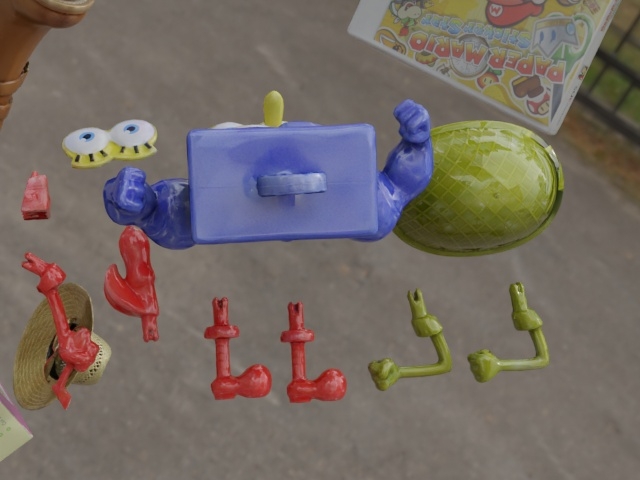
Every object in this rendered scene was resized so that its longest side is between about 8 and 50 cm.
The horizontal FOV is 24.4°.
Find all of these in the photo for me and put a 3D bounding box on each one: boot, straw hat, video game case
[{"bbox_3d":[-0.246,-0.146,1.167,0.073,0.152,0.197,13,11,-31],"label":"boot"},{"bbox_3d":[-0.246,0.116,1.491,0.061,0.144,0.144,25,23,-35],"label":"straw hat"},{"bbox_3d":[0.157,-0.234,1.328,0.227,0.206,0.026,30,13,25],"label":"video game case"}]

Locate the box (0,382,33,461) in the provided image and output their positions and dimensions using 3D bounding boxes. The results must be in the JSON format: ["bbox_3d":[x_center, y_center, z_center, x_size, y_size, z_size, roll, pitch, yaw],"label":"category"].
[{"bbox_3d":[-0.445,0.173,1.433,0.117,0.243,0.213,44,-12,45],"label":"box"}]

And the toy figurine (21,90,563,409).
[{"bbox_3d":[0.000,0.000,0.886,0.363,0.191,0.217,-1,-7,-8],"label":"toy figurine"}]
